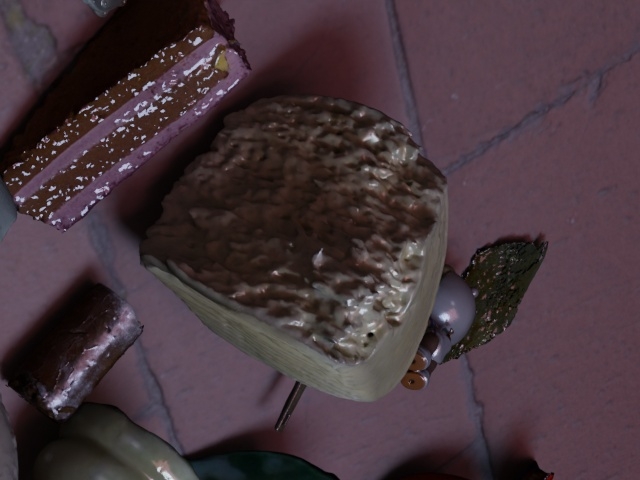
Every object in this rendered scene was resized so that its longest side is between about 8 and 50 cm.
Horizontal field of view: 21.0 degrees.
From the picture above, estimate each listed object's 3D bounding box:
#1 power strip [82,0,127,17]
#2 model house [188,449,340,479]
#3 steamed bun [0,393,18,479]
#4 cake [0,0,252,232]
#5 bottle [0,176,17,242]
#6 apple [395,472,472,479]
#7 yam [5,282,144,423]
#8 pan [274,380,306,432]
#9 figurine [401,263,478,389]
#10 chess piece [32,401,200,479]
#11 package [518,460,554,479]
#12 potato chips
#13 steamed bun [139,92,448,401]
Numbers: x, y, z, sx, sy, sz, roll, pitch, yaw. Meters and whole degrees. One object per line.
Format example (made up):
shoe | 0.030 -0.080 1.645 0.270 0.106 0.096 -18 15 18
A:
power strip | -0.202 -0.247 1.623 0.055 0.035 0.083 -34 135 -21
model house | -0.107 0.445 1.983 0.295 0.252 0.329 -23 135 -31
steamed bun | -0.416 0.210 1.546 0.283 0.283 0.177 -2 140 -40
cake | -0.184 -0.129 1.664 0.295 0.113 0.116 -48 134 0
bottle | -0.365 -0.095 1.535 0.083 0.083 0.269 -44 133 -13
apple | 0.151 0.380 2.202 0.181 0.168 0.181 -18 119 -36
yam | -0.247 0.118 1.765 0.141 0.079 0.079 -49 136 -11
pan | -0.011 0.108 1.985 0.202 0.048 0.128 -42 133 -17
figurine | 0.122 0.097 2.023 0.197 0.094 0.147 -46 147 -52
chess piece | -0.276 0.340 1.744 0.330 0.182 0.182 -53 139 -26
package | 0.274 0.334 2.306 0.083 0.022 0.200 -50 178 -2
potato chips | 0.210 0.070 2.176 0.209 0.026 0.142 -32 129 -23
steamed bun | 0.000 0.000 1.775 0.272 0.290 0.273 -53 155 -11
